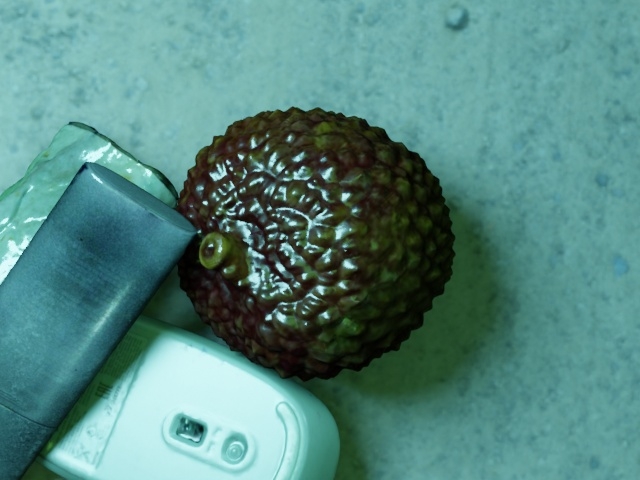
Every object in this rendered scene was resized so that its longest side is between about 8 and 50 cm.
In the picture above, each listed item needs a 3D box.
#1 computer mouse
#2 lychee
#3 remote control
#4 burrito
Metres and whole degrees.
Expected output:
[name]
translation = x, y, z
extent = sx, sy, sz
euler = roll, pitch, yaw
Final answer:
[computer mouse]
translation = -0.124, 0.161, 1.272
extent = 0.288, 0.097, 0.159
euler = 20, 83, 11
[lychee]
translation = 0.000, 0.000, 1.245
extent = 0.271, 0.236, 0.236
euler = -10, 85, -42
[remote control]
translation = -0.247, 0.109, 1.197
extent = 0.107, 0.044, 0.377
euler = 34, 108, -10
[burrito]
translation = -0.245, 0.002, 1.255
extent = 0.144, 0.089, 0.229
euler = 33, 73, 31
